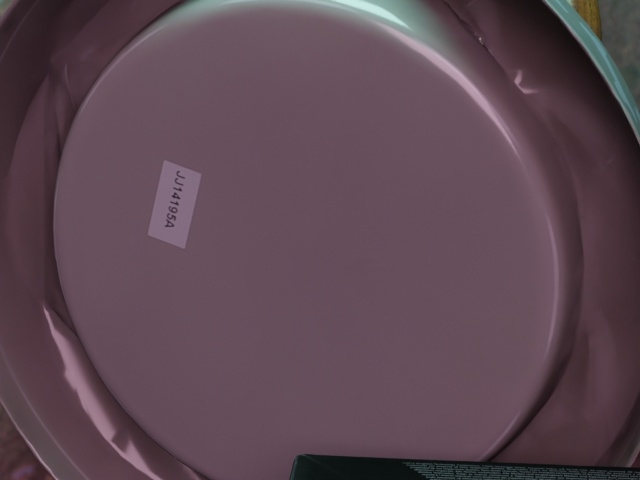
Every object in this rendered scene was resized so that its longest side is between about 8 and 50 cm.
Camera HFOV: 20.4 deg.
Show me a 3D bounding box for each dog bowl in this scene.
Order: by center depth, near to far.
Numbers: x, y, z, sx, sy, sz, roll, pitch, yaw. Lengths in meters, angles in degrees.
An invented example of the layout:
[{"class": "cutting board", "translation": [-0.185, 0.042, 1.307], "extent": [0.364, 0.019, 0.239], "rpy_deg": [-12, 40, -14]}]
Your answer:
[{"class": "dog bowl", "translation": [0.000, 0.000, 0.835], "extent": [0.349, 0.102, 0.349], "rpy_deg": [6, 108, 20]}]

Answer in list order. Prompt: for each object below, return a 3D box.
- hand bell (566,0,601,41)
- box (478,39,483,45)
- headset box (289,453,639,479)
[{"class": "hand bell", "translation": [0.143, -0.066, 0.952], "extent": [0.126, 0.126, 0.242], "rpy_deg": [-8, 64, -3]}, {"class": "box", "translation": [0.064, -0.144, 0.969], "extent": [0.063, 0.067, 0.324], "rpy_deg": [23, 73, 42]}, {"class": "headset box", "translation": [0.090, 0.248, 0.766], "extent": [0.218, 0.110, 0.293], "rpy_deg": [1, 112, 6]}]
